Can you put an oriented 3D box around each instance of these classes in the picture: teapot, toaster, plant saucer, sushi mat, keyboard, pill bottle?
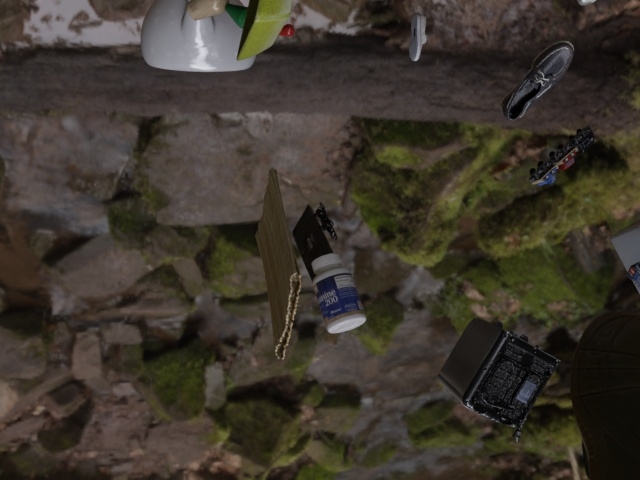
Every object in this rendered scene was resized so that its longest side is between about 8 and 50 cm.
[{"bbox_3d":[-0.244,-0.446,1.503,0.252,0.256,0.187,-21,119,-49],"label":"teapot"},{"bbox_3d":[0.336,0.256,1.415,0.168,0.110,0.186,28,94,-28],"label":"toaster"},{"bbox_3d":[-0.061,-0.348,1.000,0.045,0.188,0.188,13,175,-12],"label":"plant saucer"},{"bbox_3d":[-0.068,0.024,1.138,0.019,0.316,0.151,6,121,-14],"label":"sushi mat"},{"bbox_3d":[0.000,0.000,1.428,0.038,0.192,0.100,20,114,-27],"label":"keyboard"},{"bbox_3d":[0.026,0.085,1.214,0.067,0.120,0.067,-16,160,-6],"label":"pill bottle"}]

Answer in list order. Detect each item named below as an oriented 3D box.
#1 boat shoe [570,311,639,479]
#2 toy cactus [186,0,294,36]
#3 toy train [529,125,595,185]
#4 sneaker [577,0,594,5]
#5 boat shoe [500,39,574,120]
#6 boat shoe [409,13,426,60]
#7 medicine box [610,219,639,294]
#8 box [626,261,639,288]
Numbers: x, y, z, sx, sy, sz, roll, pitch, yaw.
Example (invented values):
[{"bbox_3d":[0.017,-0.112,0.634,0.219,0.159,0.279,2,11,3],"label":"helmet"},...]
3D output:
[{"bbox_3d":[0.230,0.155,0.555,0.080,0.224,0.073,-3,133,17],"label":"boat shoe"},{"bbox_3d":[-0.151,-0.428,1.285,0.180,0.112,0.219,-21,106,22],"label":"toy cactus"},{"bbox_3d":[0.385,-0.131,1.184,0.158,0.036,0.027,-37,-170,-25],"label":"toy train"},{"bbox_3d":[0.341,-0.477,1.229,0.292,0.110,0.118,23,111,13],"label":"sneaker"},{"bbox_3d":[0.477,-0.342,1.627,0.075,0.065,0.206,35,119,-13],"label":"boat shoe"},{"bbox_3d":[0.220,-0.448,1.653,0.035,0.100,0.035,-2,-174,-27],"label":"boat shoe"},{"bbox_3d":[0.797,-0.025,1.520,0.289,0.149,0.263,-20,172,-39],"label":"medicine box"},{"bbox_3d":[0.546,0.053,1.117,0.137,0.094,0.027,-22,142,-15],"label":"box"}]
